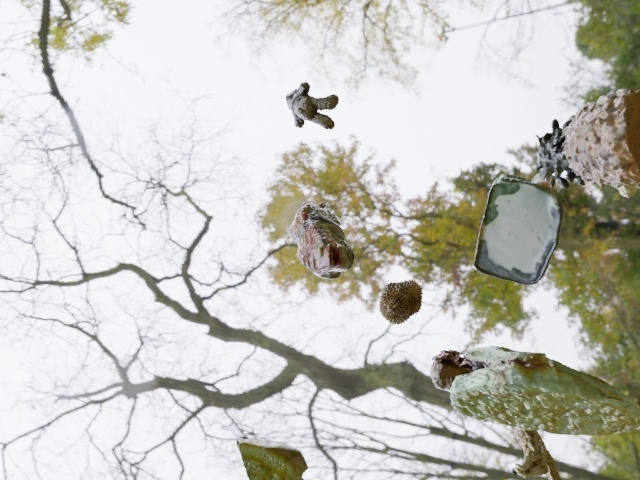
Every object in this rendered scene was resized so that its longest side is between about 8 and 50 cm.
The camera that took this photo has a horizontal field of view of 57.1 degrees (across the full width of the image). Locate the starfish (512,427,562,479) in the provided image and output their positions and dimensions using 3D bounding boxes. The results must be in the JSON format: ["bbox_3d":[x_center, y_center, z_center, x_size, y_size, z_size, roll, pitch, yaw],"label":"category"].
[{"bbox_3d":[0.344,0.317,0.991,0.231,0.048,0.295,38,-152,-44],"label":"starfish"}]

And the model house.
[{"bbox_3d":[0.544,-0.070,1.590,0.301,0.190,0.271,-50,-32,-57],"label":"model house"}]

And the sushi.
[{"bbox_3d":[0.000,0.000,1.525,0.130,0.332,0.124,20,-67,-29],"label":"sushi"}]

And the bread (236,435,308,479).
[{"bbox_3d":[-0.084,0.429,1.118,0.103,0.110,0.156,30,-144,-83],"label":"bread"}]

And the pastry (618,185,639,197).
[{"bbox_3d":[0.830,-0.229,1.695,0.089,0.258,0.121,20,-63,-33],"label":"pastry"}]

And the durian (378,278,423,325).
[{"bbox_3d":[0.260,0.202,1.932,0.168,0.137,0.158,-5,-65,-55],"label":"durian"}]

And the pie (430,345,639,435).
[{"bbox_3d":[0.313,0.215,0.819,0.274,0.257,0.106,20,-108,-18],"label":"pie"}]

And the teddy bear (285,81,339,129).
[{"bbox_3d":[-0.035,-0.335,1.483,0.078,0.160,0.119,-17,-55,-43],"label":"teddy bear"}]

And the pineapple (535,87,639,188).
[{"bbox_3d":[0.452,-0.160,0.979,0.157,0.278,0.158,-1,-88,-15],"label":"pineapple"}]
